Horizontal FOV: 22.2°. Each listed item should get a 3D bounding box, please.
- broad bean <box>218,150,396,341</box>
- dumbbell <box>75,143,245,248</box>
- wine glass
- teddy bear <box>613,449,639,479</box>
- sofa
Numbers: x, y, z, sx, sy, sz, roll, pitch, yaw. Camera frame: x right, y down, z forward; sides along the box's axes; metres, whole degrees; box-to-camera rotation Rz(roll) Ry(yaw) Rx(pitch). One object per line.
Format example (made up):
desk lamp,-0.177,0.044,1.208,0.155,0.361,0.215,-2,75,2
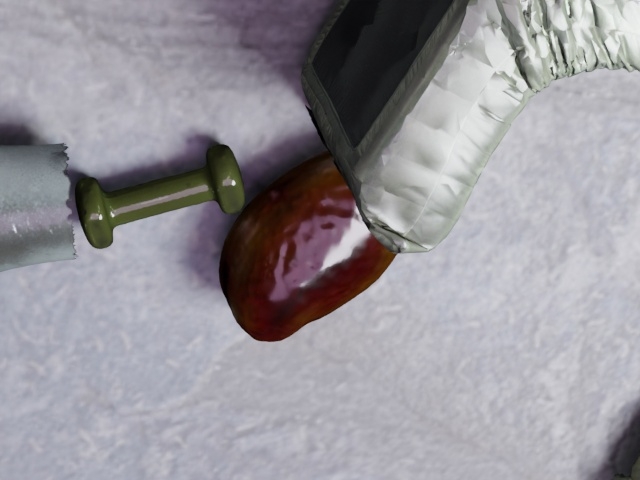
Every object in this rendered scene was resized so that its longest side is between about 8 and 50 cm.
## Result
broad bean,0.000,0.000,1.170,0.165,0.084,0.114,-35,139,2
dumbbell,-0.112,-0.031,1.146,0.118,0.046,0.052,-14,127,-4
wine glass,-0.276,-0.014,1.090,0.222,0.103,0.103,-5,121,-7
teddy bear,0.422,0.230,1.327,0.367,0.224,0.357,-5,107,-7
sofa,0.115,-0.110,1.055,0.176,0.210,0.225,23,109,-25
